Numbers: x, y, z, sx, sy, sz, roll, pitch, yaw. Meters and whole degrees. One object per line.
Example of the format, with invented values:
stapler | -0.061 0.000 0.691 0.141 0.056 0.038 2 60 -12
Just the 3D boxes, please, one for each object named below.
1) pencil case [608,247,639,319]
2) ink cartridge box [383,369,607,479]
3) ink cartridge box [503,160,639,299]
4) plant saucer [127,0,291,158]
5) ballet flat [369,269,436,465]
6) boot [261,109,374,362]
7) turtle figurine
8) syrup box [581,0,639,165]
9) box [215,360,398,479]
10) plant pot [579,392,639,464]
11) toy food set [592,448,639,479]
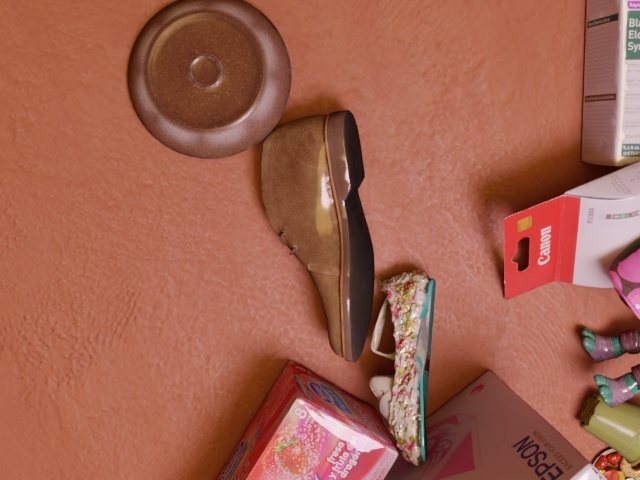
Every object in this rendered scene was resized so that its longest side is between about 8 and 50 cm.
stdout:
pencil case | 0.445 0.011 0.919 0.209 0.098 0.095 -37 80 15
ink cartridge box | 0.131 0.311 0.890 0.330 0.324 0.071 -37 99 -1
ink cartridge box | 0.338 0.001 0.958 0.224 0.056 0.181 -23 140 -5
plant saucer | -0.133 -0.197 0.920 0.198 0.036 0.199 0 91 0
ballet flat | 0.100 0.153 0.969 0.077 0.091 0.241 1 69 13
boot | 0.000 0.000 0.961 0.115 0.112 0.306 -5 96 16
turtle figurine | 0.453 0.121 0.965 0.234 0.175 0.118 -27 108 23
syrup box | 0.389 -0.213 0.962 0.093 0.096 0.237 -2 99 -7
box | -0.051 0.323 0.961 0.142 0.154 0.300 31 95 -9
plant pot | 0.393 0.243 1.040 0.079 0.083 0.083 25 95 2
toy food set | 0.413 0.327 1.077 0.083 0.020 0.083 5 97 -7
